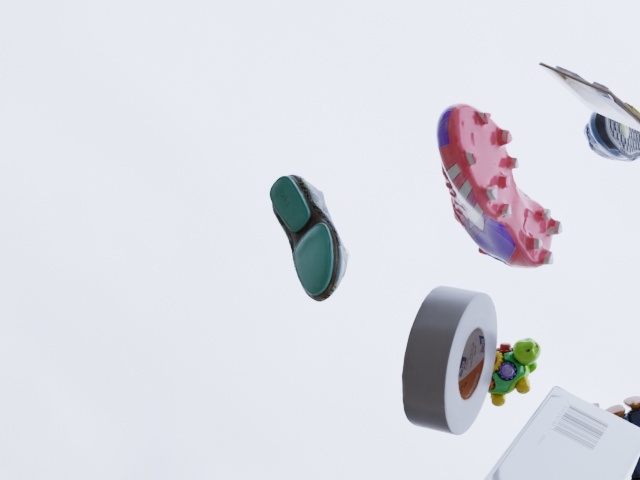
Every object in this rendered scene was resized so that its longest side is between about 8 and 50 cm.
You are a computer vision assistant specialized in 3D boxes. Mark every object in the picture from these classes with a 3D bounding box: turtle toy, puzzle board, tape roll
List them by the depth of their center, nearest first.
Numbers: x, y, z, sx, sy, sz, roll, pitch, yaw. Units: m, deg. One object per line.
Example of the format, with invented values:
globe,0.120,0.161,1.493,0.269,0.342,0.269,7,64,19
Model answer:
puzzle board,0.302,-0.153,1.713,0.096,0.011,0.128,35,0,-35
tape roll,0.197,0.180,2.405,0.072,0.219,0.219,11,-38,25
turtle toy,0.303,0.200,2.557,0.130,0.095,0.066,-31,-52,28

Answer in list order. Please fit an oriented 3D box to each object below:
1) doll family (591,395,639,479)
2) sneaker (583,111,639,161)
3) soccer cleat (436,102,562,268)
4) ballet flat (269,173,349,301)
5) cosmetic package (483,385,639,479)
doll family,0.444,0.273,2.050,0.118,0.263,0.163,-117,-177,-79
sneaker,0.382,-0.139,2.131,0.082,0.069,0.209,-3,-4,25
soccer cleat,0.154,-0.047,1.551,0.095,0.083,0.248,2,-28,33
ballet flat,0.000,0.000,1.724,0.070,0.070,0.188,74,-3,-47
cosmetic package,0.114,0.318,1.209,0.097,0.377,0.284,28,-59,15
